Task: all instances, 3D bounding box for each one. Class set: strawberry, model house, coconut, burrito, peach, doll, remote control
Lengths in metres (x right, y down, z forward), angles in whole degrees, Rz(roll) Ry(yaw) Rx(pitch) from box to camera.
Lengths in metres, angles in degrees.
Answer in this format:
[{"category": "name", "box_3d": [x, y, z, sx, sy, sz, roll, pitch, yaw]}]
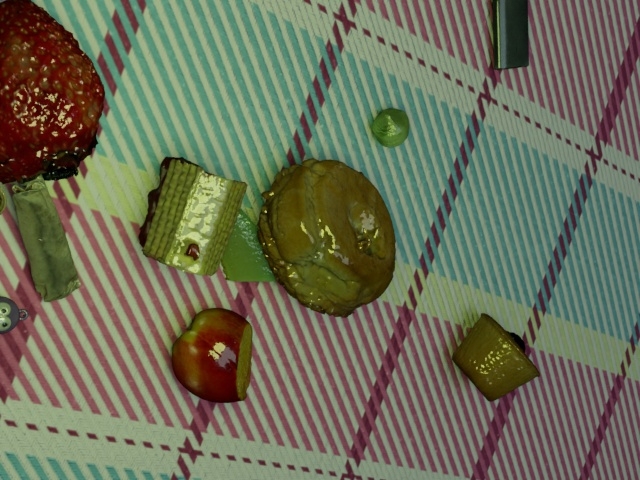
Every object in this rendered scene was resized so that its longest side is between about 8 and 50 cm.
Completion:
[{"category": "strawberry", "box_3d": [-0.486, -0.254, 1.367, 0.238, 0.250, 0.288, -19, 113, -20]}, {"category": "model house", "box_3d": [-0.237, -0.045, 1.544, 0.160, 0.254, 0.196, 19, 92, -20]}, {"category": "coconut", "box_3d": [0.159, -0.257, 1.852, 0.088, 0.088, 0.096, -47, 149, -14]}, {"category": "burrito", "box_3d": [-0.502, -0.002, 1.488, 0.082, 0.059, 0.275, -27, 137, -26]}, {"category": "peach", "box_3d": [-0.206, 0.240, 1.686, 0.192, 0.190, 0.190, 37, 81, -13]}, {"category": "doll", "box_3d": [-0.635, 0.137, 1.479, 0.206, 0.067, 0.110, -1, 93, -20]}, {"category": "remote control", "box_3d": [0.455, -0.605, 1.971, 0.107, 0.044, 0.377, -12, 107, -24]}]

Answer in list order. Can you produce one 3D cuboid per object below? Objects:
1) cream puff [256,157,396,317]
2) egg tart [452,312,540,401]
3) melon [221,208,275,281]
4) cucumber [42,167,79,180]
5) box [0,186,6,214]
[{"category": "cream puff", "box_3d": [0.000, 0.000, 1.706, 0.343, 0.231, 0.327, 4, 67, -52]}, {"category": "egg tart", "box_3d": [0.442, 0.299, 2.092, 0.171, 0.215, 0.215, -40, 120, 1]}, {"category": "melon", "box_3d": [-0.189, -0.008, 1.734, 0.114, 0.053, 0.262, -29, 112, -2]}, {"category": "cucumber", "box_3d": [-0.530, -0.131, 1.488, 0.181, 0.053, 0.053, 1, 101, -32]}, {"category": "box", "box_3d": [-0.626, -0.064, 1.392, 0.177, 0.111, 0.111, -28, 116, -1]}]
